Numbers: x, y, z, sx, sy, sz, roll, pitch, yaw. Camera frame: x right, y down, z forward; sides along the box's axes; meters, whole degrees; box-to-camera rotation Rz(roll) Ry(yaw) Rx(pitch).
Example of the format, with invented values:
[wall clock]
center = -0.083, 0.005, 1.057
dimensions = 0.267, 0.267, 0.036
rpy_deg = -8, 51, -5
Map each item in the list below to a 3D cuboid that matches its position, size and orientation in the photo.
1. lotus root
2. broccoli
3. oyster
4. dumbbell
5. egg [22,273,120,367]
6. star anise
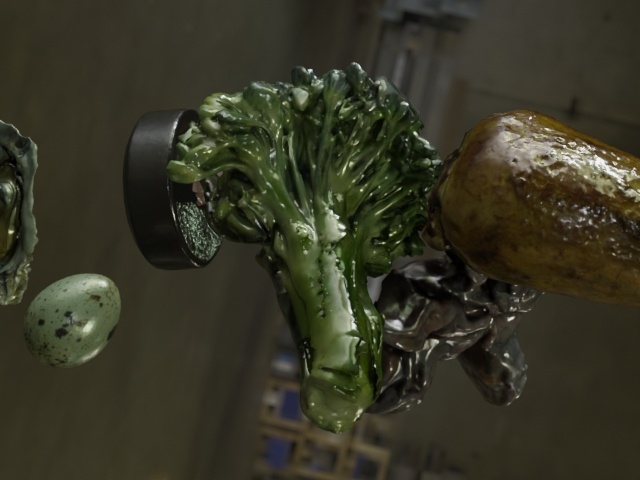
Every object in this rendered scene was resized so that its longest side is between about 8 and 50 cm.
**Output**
[lotus root]
center = 0.153, -0.009, 1.062
dimensions = 0.108, 0.190, 0.094
rpy_deg = -55, 157, -53
[broccoli]
center = -0.011, -0.016, 1.366
dimensions = 0.177, 0.198, 0.275
rpy_deg = -30, -157, 25
[oyster]
center = -0.210, -0.023, 1.320
dimensions = 0.100, 0.098, 0.037
rpy_deg = -56, 154, 13
[dumbbell]
center = -0.060, -0.052, 1.835
dimensions = 0.152, 0.218, 0.153
rpy_deg = -4, 90, -74
[egg]
center = -0.247, 0.079, 1.986
dimensions = 0.110, 0.085, 0.085
rpy_deg = -46, 177, 4
[star anise]
center = 0.125, 0.036, 1.508
dimensions = 0.282, 0.129, 0.212
rpy_deg = -10, 143, -55
